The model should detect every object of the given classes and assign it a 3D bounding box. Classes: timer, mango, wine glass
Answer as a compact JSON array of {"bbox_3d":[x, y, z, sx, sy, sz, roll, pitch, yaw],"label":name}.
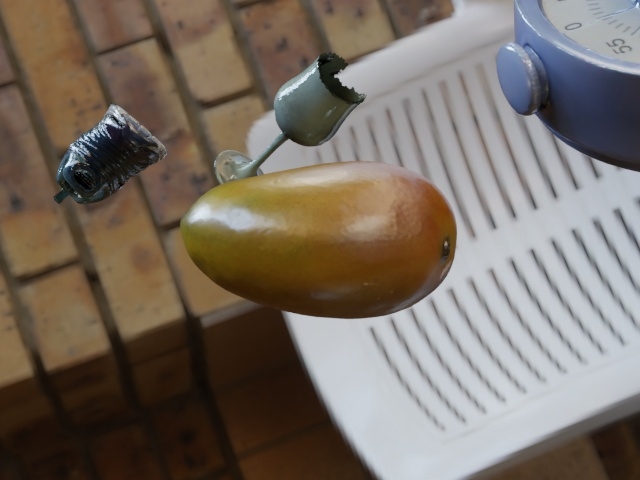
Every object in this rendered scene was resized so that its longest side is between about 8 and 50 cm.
[{"bbox_3d":[0.372,-0.231,1.543,0.395,0.394,0.173,-120,17,-48],"label":"timer"},{"bbox_3d":[0.005,0.001,1.326,0.175,0.254,0.139,-143,50,-66],"label":"mango"},{"bbox_3d":[-0.034,-0.122,1.581,0.195,0.079,0.079,-41,63,37],"label":"wine glass"}]

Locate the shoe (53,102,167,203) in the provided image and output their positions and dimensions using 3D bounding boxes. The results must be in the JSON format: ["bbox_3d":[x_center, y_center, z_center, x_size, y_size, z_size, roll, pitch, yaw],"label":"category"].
[{"bbox_3d":[-0.265,-0.096,1.771,0.091,0.106,0.207,44,149,-12],"label":"shoe"}]
